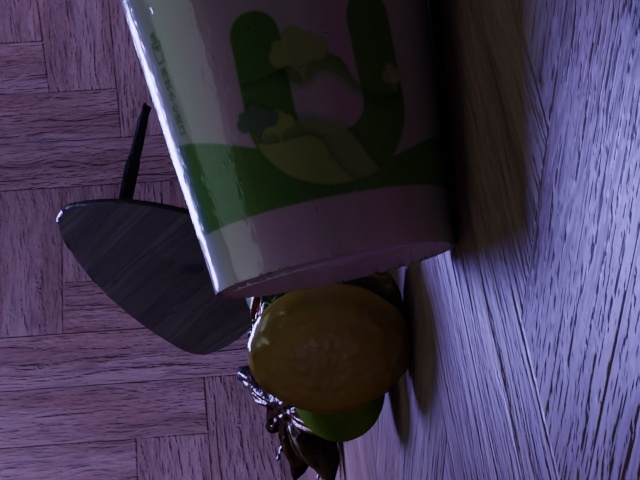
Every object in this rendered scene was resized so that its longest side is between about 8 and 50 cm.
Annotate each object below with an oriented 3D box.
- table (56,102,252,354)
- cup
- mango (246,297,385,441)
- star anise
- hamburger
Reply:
[{"bbox_3d":[-0.186,-0.053,2.564,0.317,0.317,0.249,92,-163,-49],"label":"table"},{"bbox_3d":[-0.018,-0.103,1.383,0.253,0.253,0.273,118,141,-81],"label":"cup"},{"bbox_3d":[-0.001,0.076,1.890,0.175,0.143,0.293,69,-175,-63],"label":"mango"},{"bbox_3d":[-0.020,0.224,2.547,0.272,0.103,0.272,42,143,43],"label":"star anise"},{"bbox_3d":[0.009,0.085,1.694,0.115,0.162,0.162,-91,1,-52],"label":"hamburger"}]
